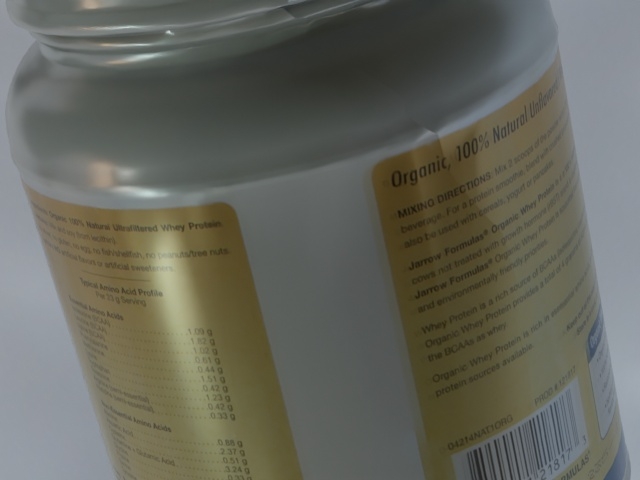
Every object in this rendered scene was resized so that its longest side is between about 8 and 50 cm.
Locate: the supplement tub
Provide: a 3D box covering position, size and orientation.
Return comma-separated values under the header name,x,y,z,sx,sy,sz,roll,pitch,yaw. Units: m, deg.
name,x,y,z,sx,sy,sz,roll,pitch,yaw
supplement tub,0.000,0.000,0.432,0.144,0.144,0.199,-15,-68,-4
